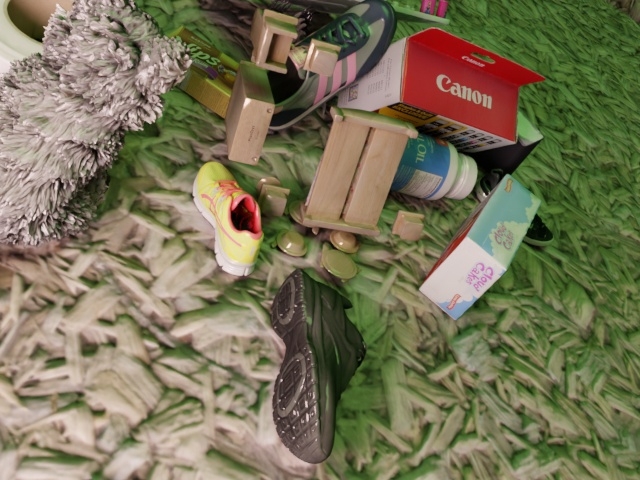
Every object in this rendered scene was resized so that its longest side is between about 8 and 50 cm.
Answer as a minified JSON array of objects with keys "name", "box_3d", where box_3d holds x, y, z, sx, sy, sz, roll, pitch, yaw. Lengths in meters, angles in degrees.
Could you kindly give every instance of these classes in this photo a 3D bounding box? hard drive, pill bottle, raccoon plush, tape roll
[{"name":"hard drive","box_3d":[0.359,-0.266,1.534,0.054,0.172,0.255,-31,74,-31]},{"name":"pill bottle","box_3d":[0.190,-0.148,1.337,0.221,0.124,0.124,12,47,-26]},{"name":"raccoon plush","box_3d":[-0.313,-0.102,0.790,0.216,0.299,0.446,34,41,-26]},{"name":"tape roll","box_3d":[-0.425,-0.309,1.084,0.286,0.100,0.286,19,43,-19]}]

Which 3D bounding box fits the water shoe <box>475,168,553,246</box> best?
[{"name":"water shoe","box_3d":[0.423,-0.068,1.455,0.203,0.080,0.073,38,41,2]}]

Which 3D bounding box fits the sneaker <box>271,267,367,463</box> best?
[{"name":"sneaker","box_3d":[0.008,0.167,0.942,0.130,0.109,0.286,22,45,-25]}]

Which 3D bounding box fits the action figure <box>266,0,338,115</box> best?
[{"name":"action figure","box_3d":[-0.026,-0.391,1.404,0.164,0.141,0.276,10,45,-39]}]

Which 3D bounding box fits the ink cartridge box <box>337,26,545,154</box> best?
[{"name":"ink cartridge box","box_3d":[0.234,-0.274,1.340,0.309,0.272,0.130,11,81,-32]}]

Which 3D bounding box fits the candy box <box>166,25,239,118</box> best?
[{"name":"candy box","box_3d":[-0.211,-0.309,1.266,0.186,0.053,0.109,35,41,-4]}]

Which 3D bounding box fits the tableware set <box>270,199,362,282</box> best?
[{"name":"tableware set","box_3d":[0.000,0.000,1.148,0.168,0.020,0.141,31,36,-1]}]

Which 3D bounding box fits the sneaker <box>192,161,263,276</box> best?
[{"name":"sneaker","box_3d":[-0.131,-0.052,1.051,0.081,0.094,0.208,-3,53,-34]}]

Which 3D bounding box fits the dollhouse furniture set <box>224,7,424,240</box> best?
[{"name":"dollhouse furniture set","box_3d":[0.034,-0.192,1.130,0.355,0.303,0.174,10,30,-17]}]

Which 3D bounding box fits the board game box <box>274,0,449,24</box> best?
[{"name":"board game box","box_3d":[0.009,-0.516,1.430,0.390,0.050,0.390,-3,19,-42]}]

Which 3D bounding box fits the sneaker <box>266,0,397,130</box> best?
[{"name":"sneaker","box_3d":[0.002,-0.320,1.215,0.112,0.319,0.131,49,6,14]}]

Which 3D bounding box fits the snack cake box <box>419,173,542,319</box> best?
[{"name":"snack cake box","box_3d":[0.294,0.005,1.245,0.089,0.152,0.264,40,41,4]}]
